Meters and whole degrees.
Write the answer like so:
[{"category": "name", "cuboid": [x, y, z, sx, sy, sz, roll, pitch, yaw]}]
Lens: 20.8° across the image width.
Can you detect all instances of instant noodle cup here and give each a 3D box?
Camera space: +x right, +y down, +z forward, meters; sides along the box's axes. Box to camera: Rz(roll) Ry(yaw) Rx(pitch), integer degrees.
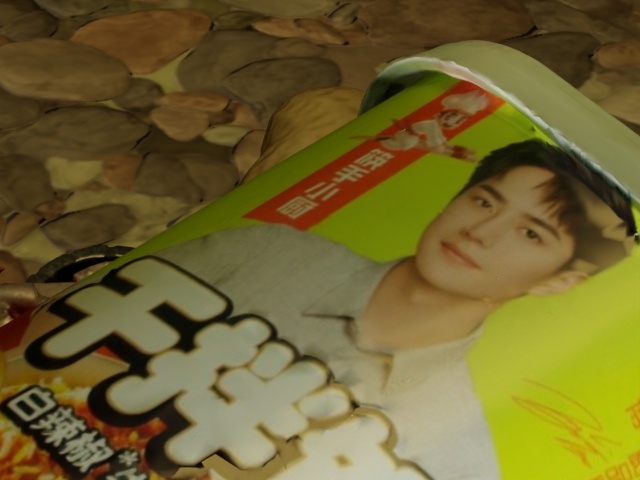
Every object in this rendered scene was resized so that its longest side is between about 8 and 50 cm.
[{"category": "instant noodle cup", "cuboid": [-0.012, 0.114, 0.650, 0.308, 0.294, 0.294, -27, 45, -22]}]

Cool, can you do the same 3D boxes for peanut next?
[{"category": "peanut", "cuboid": [0.000, -0.001, 0.926, 0.104, 0.085, 0.228, -2, 38, 10]}]

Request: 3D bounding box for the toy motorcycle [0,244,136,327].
[{"category": "toy motorcycle", "cuboid": [-0.193, 0.078, 0.806, 0.298, 0.089, 0.171, -8, 40, -15]}]
